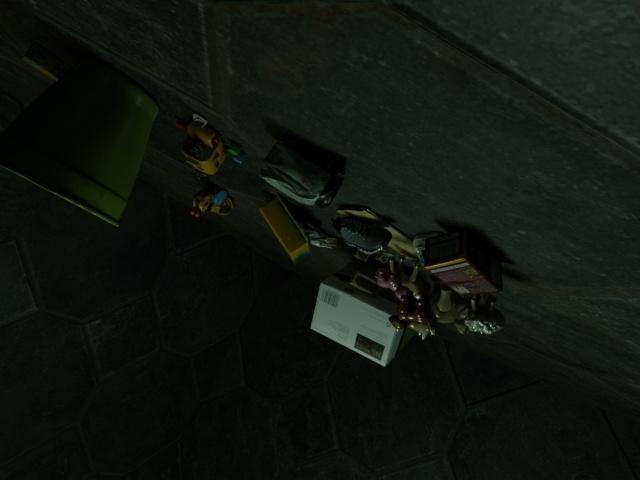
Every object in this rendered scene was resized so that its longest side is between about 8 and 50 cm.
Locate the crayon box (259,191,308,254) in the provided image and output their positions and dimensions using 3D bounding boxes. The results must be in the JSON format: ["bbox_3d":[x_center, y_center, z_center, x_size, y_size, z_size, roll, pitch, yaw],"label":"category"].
[{"bbox_3d":[-0.127,-0.035,1.885,0.203,0.083,0.323,56,174,10],"label":"crayon box"}]

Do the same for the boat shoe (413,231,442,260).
[{"bbox_3d":[0.282,0.024,1.337,0.066,0.063,0.184,30,170,-11],"label":"boat shoe"}]

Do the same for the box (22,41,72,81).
[{"bbox_3d":[-0.777,-0.504,1.510,0.169,0.054,0.059,33,170,-36],"label":"box"}]

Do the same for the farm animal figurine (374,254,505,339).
[{"bbox_3d":[0.316,0.176,1.437,0.327,0.172,0.330,0,-159,5],"label":"farm animal figurine"}]

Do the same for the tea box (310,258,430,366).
[{"bbox_3d":[0.197,0.260,1.979,0.329,0.219,0.324,23,-154,24],"label":"tea box"}]

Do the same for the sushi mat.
[{"bbox_3d":[0.197,-0.017,1.498,0.317,0.019,0.151,32,169,-29],"label":"sushi mat"}]

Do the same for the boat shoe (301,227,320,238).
[{"bbox_3d":[-0.035,-0.028,2.082,0.100,0.035,0.035,16,-167,37],"label":"boat shoe"}]

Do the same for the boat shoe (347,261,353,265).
[{"bbox_3d":[0.219,0.165,2.259,0.224,0.080,0.073,32,176,1],"label":"boat shoe"}]

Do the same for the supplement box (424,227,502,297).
[{"bbox_3d":[0.338,0.058,1.208,0.104,0.080,0.188,-17,141,39],"label":"supplement box"}]

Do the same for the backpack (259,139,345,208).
[{"bbox_3d":[-0.044,-0.149,1.165,0.182,0.115,0.152,30,173,-1],"label":"backpack"}]

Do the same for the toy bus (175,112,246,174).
[{"bbox_3d":[-0.334,-0.257,1.438,0.202,0.104,0.191,35,168,-39],"label":"toy bus"}]

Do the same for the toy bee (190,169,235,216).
[{"bbox_3d":[-0.493,-0.170,2.210,0.195,0.162,0.298,21,169,46],"label":"toy bee"}]

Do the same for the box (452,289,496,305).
[{"bbox_3d":[0.482,0.198,1.645,0.102,0.087,0.101,31,170,-22],"label":"box"}]

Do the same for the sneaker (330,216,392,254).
[{"bbox_3d":[0.104,-0.022,1.433,0.098,0.083,0.224,37,167,-25],"label":"sneaker"}]

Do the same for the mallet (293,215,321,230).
[{"bbox_3d":[-0.053,-0.068,1.908,0.062,0.039,0.190,28,176,-19],"label":"mallet"}]

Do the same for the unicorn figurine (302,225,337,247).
[{"bbox_3d":[0.000,0.000,1.958,0.111,0.060,0.162,8,167,19],"label":"unicorn figurine"}]

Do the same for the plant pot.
[{"bbox_3d":[-0.626,-0.277,1.385,0.367,0.352,0.366,27,170,5],"label":"plant pot"}]

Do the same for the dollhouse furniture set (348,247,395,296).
[{"bbox_3d":[0.188,0.102,1.774,0.144,0.151,0.123,28,171,-18],"label":"dollhouse furniture set"}]
